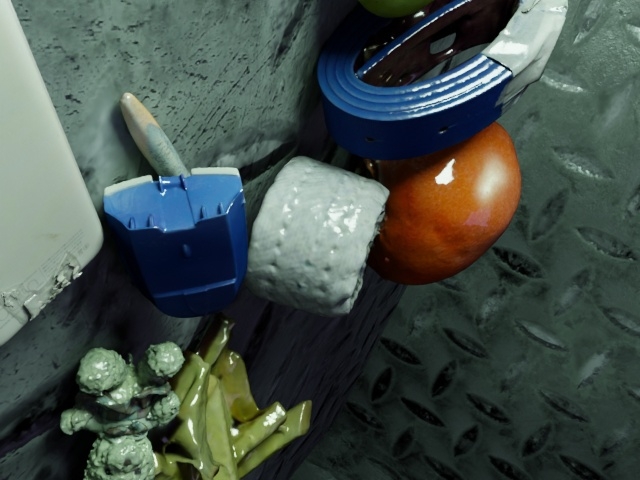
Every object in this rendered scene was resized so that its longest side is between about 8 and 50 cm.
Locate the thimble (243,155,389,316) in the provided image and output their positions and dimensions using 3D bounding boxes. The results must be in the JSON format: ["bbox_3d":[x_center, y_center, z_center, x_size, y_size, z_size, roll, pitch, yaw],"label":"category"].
[{"bbox_3d":[0.000,0.000,0.859,0.245,0.157,0.217,37,74,-83],"label":"thimble"}]

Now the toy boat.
[{"bbox_3d":[-0.146,0.023,0.650,0.129,0.088,0.295,-10,152,-11],"label":"toy boat"}]

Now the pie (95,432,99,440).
[{"bbox_3d":[-0.295,0.303,0.834,0.092,0.034,0.169,-20,133,-62],"label":"pie"}]

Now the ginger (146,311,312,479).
[{"bbox_3d":[-0.160,0.329,0.905,0.358,0.211,0.413,-68,170,23],"label":"ginger"}]

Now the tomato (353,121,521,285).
[{"bbox_3d":[0.200,-0.081,1.046,0.341,0.273,0.341,178,-90,-81],"label":"tomato"}]

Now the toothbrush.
[{"bbox_3d":[-0.142,-0.046,0.654,0.028,0.037,0.375,-57,161,-16],"label":"toothbrush"}]

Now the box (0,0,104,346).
[{"bbox_3d":[-0.230,-0.034,0.394,0.142,0.044,0.285,-51,162,-31],"label":"box"}]

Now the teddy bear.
[{"bbox_3d":[-0.239,0.211,0.702,0.133,0.111,0.213,5,103,-24],"label":"teddy bear"}]

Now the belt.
[{"bbox_3d":[0.160,-0.248,0.792,0.347,0.212,0.117,-32,158,-7],"label":"belt"}]

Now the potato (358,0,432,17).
[{"bbox_3d":[0.112,-0.365,0.621,0.186,0.148,0.253,2,128,-54],"label":"potato"}]
